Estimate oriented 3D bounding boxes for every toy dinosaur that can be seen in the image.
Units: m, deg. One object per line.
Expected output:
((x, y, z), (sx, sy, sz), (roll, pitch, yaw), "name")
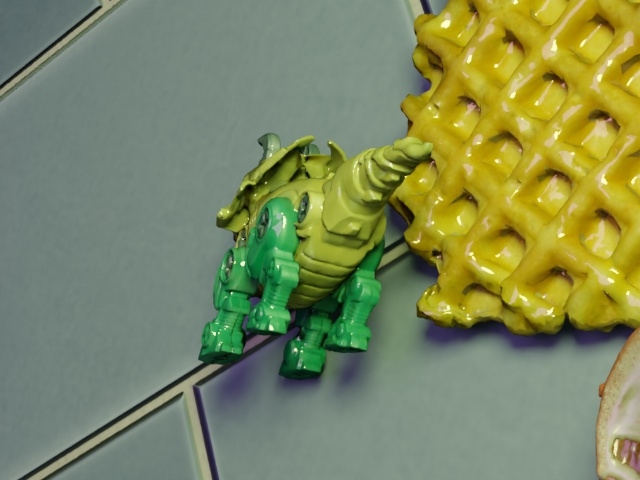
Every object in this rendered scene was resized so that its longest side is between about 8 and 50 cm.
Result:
((0.000, 0.000, 0.943), (0.259, 0.094, 0.153), (166, 114, -66), "toy dinosaur")

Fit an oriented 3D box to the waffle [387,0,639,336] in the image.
((0.149, -0.073, 0.902), (0.291, 0.051, 0.291), (-13, 68, 37), "waffle")

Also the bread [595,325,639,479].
((0.211, 0.098, 0.770), (0.160, 0.073, 0.160), (-13, 69, 38), "bread")
